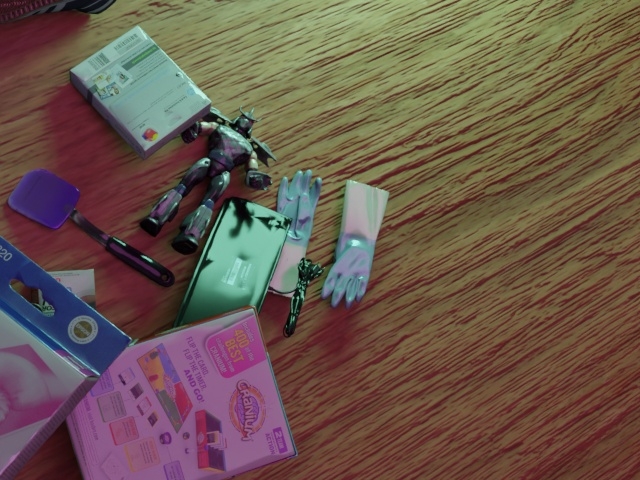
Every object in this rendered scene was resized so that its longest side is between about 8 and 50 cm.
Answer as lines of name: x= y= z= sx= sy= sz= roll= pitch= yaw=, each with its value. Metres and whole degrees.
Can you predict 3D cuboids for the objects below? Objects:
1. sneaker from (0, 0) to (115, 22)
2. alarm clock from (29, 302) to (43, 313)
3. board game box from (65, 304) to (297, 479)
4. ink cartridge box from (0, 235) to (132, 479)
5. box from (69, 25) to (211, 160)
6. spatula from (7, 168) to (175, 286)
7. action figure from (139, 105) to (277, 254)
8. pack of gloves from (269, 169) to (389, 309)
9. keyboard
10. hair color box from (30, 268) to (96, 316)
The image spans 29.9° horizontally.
sneaker: x=-0.443 y=-0.397 z=1.897 sx=0.282 sy=0.153 sz=0.099 roll=-11 pitch=93 yaw=4
alarm clock: x=-0.515 y=0.097 z=1.816 sx=0.192 sy=0.064 sz=0.129 roll=15 pitch=88 yaw=-15
board game box: x=-0.218 y=0.256 z=1.794 sx=0.316 sy=0.064 sz=0.242 roll=-16 pitch=92 yaw=-14
ink cartridge box: x=-0.496 y=0.160 z=1.691 sx=0.324 sy=0.071 sz=0.330 roll=36 pitch=72 yaw=11
box: x=-0.291 y=-0.241 z=1.940 sx=0.145 sy=0.038 sz=0.186 roll=-40 pitch=78 yaw=-23
spatula: x=-0.357 y=-0.012 z=1.930 sx=0.296 sy=0.030 sz=0.084 roll=35 pitch=69 yaw=-19
action figure: x=-0.177 y=-0.112 z=1.988 sx=0.185 sy=0.099 sz=0.285 roll=32 pitch=67 yaw=-2
pack of gloves: x=0.000 y=0.000 z=2.106 sx=0.195 sy=0.046 sz=0.232 roll=16 pitch=78 yaw=-10
keyboard: x=-0.107 y=0.073 z=1.962 sx=0.201 sy=0.033 sz=0.317 roll=23 pitch=50 yaw=-5
hair color box: x=-0.401 y=0.131 z=1.885 sx=0.093 sy=0.053 sz=0.167 roll=-4 pitch=88 yaw=-26
